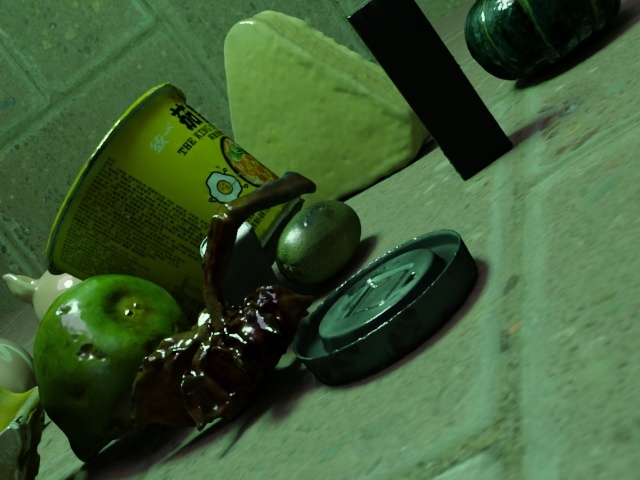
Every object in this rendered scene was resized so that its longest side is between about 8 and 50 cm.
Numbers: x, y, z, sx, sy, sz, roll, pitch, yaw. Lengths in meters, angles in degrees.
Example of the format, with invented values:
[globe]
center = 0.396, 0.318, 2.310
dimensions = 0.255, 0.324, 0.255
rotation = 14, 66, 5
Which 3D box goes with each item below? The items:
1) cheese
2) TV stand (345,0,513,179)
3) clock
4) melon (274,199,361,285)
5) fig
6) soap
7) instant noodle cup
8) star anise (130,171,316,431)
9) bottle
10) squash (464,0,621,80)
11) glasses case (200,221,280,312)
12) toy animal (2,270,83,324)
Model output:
[cheese]
center = -0.034, -0.232, 1.740
dimensions = 0.384, 0.384, 0.104
rotation = -28, 10, 34
[TV stand]
center = 0.148, -0.217, 1.371
dimensions = 0.088, 0.269, 0.083
rotation = -36, 12, 7
[clock]
center = 0.069, 0.069, 1.070
dimensions = 0.215, 0.042, 0.215
rotation = -35, 12, 9
[melon]
center = 0.000, 0.000, 1.378
dimensions = 0.099, 0.099, 0.162
rotation = -26, 12, 41
[fig]
center = -0.283, 0.183, 1.303
dimensions = 0.275, 0.206, 0.206
rotation = -59, -2, 34
[soap]
center = -0.392, 0.276, 1.232
dimensions = 0.089, 0.174, 0.274
rotation = 5, 0, -10
[instant noodle cup]
center = -0.192, -0.023, 1.441
dimensions = 0.326, 0.254, 0.325
rotation = -58, -4, -7
[star anise]
center = -0.093, 0.083, 1.155
dimensions = 0.346, 0.148, 0.237
rotation = -64, 1, 1
[bottle]
center = -0.586, 0.285, 1.802
dimensions = 0.206, 0.173, 0.297
rotation = -4, 9, -8
[squash]
center = 0.348, -0.362, 1.602
dimensions = 0.252, 0.165, 0.252
rotation = -38, 11, 9
[glasses case]
center = -0.091, 0.053, 1.281
dimensions = 0.072, 0.191, 0.042
rotation = -32, 52, -9
[toy animal]
center = -0.455, 0.116, 1.974
dimensions = 0.269, 0.237, 0.326
rotation = -35, 4, -39
